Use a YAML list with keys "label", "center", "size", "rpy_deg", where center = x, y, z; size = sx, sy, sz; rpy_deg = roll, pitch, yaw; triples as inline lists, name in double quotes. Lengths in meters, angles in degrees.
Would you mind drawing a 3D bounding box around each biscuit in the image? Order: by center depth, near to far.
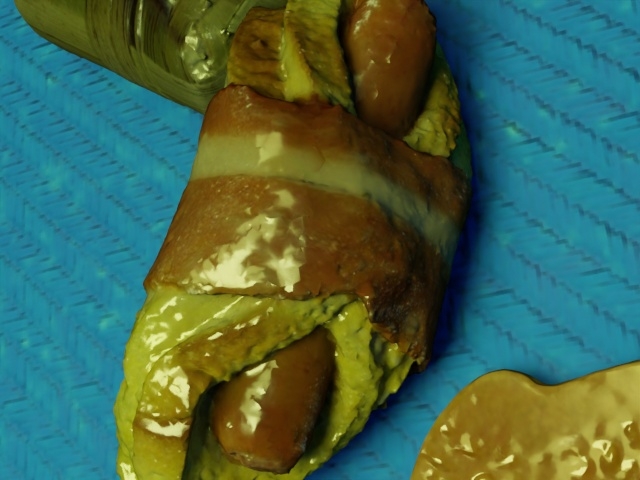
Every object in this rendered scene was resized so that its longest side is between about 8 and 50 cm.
- label: "biscuit"
  center: [0.103, 0.097, 0.538]
  size: [0.140, 0.023, 0.118]
  rpy_deg: [37, 94, 33]

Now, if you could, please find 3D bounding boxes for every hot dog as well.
- label: "hot dog"
  center: [0.000, 0.000, 0.566]
  size: [0.093, 0.123, 0.261]
  rpy_deg: [2, 74, 53]

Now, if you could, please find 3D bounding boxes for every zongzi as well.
- label: "zongzi"
  center: [-0.057, -0.156, 0.683]
  size: [0.189, 0.081, 0.178]
  rpy_deg: [27, 76, 37]
